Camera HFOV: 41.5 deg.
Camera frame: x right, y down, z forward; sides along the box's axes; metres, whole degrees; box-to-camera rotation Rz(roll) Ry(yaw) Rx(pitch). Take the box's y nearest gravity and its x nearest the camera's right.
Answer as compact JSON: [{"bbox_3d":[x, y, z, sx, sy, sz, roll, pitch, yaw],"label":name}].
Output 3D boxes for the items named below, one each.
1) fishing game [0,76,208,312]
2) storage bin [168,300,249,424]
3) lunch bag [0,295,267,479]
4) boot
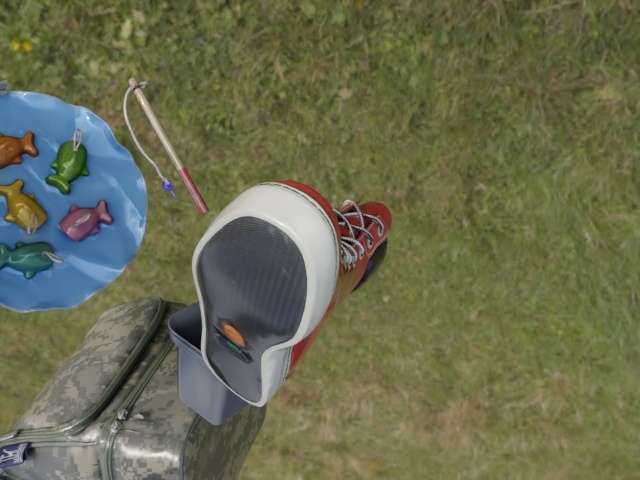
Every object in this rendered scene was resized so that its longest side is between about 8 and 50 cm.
[{"bbox_3d":[-0.224,-0.039,0.663,0.264,0.189,0.041,-27,177,-30],"label":"fishing game"},{"bbox_3d":[-0.081,0.103,0.796,0.098,0.135,0.091,30,125,27],"label":"storage bin"},{"bbox_3d":[-0.233,0.221,1.078,0.256,0.305,0.212,7,125,14],"label":"lunch bag"},{"bbox_3d":[0.000,0.000,0.589,0.088,0.176,0.244,38,152,11],"label":"boot"}]
